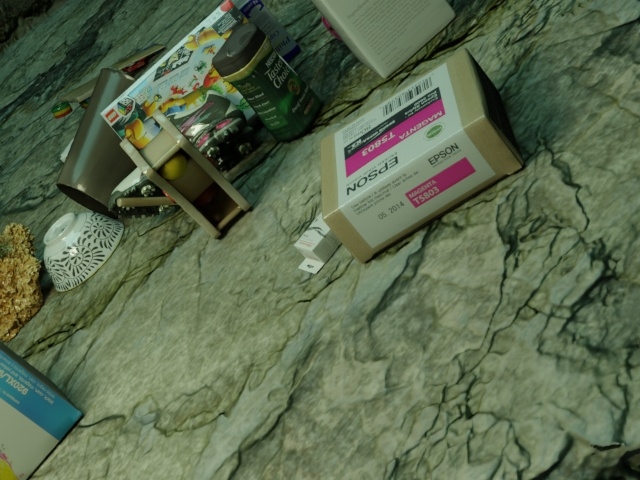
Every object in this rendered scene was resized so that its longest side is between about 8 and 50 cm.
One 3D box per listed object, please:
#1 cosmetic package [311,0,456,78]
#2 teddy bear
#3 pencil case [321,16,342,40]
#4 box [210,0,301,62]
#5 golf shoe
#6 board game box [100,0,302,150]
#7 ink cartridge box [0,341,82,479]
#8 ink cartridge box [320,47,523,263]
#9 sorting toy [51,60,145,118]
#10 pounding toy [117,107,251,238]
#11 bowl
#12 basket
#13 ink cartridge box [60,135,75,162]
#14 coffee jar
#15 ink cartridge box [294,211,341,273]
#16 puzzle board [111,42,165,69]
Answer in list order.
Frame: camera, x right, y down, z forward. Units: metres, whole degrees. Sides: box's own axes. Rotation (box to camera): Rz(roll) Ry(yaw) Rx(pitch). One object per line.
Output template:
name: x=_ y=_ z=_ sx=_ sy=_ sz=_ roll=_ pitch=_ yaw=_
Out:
cosmetic package: x=0.080 y=-0.379 z=1.553 sx=0.151 sy=0.183 sz=0.151 roll=-41 pitch=29 yaw=3
teddy bear: x=-0.622 y=0.076 z=1.899 sx=0.245 sy=0.113 sz=0.338 roll=-43 pitch=28 yaw=5
pencil case: x=0.089 y=-0.436 z=1.725 sx=0.098 sy=0.095 sz=0.209 roll=10 pitch=59 yaw=38
box: x=-0.122 y=-0.388 z=1.872 sx=0.072 sy=0.137 sz=0.126 roll=-46 pitch=28 yaw=-3
golf shoe: x=-0.243 y=-0.138 z=1.676 sx=0.273 sy=0.105 sz=0.120 roll=-34 pitch=62 yaw=0
board game box: x=-0.207 y=-0.247 z=1.748 sx=0.305 sy=0.193 sz=0.053 roll=-42 pitch=-12 yaw=2
ink cartridge box: x=-0.493 y=0.264 z=1.411 sx=0.232 sy=0.168 sz=0.171 roll=-51 pitch=30 yaw=-13
ink cartridge box: x=0.115 y=-0.108 z=1.237 sx=0.235 sy=0.088 sz=0.193 roll=-32 pitch=29 yaw=19
sorting toy: x=-0.542 y=-0.363 z=2.447 sx=0.274 sy=0.046 sz=0.132 roll=-36 pitch=25 yaw=-24
pounding toy: x=-0.215 y=-0.064 z=1.506 sx=0.155 sy=0.269 sz=0.154 roll=-43 pitch=68 yaw=-1
bowl: x=-0.441 y=0.002 z=1.802 sx=0.170 sy=0.080 sz=0.170 roll=-31 pitch=30 yaw=20
basket: x=-0.380 y=-0.169 z=1.866 sx=0.154 sy=0.204 sz=0.227 roll=8 pitch=65 yaw=50
ink cartridge box: x=-0.432 y=-0.155 z=1.960 sx=0.052 sy=0.122 sz=0.088 roll=-15 pitch=39 yaw=42
coffee jar: x=-0.086 y=-0.250 z=1.584 sx=0.079 sy=0.184 sz=0.096 roll=-11 pitch=42 yaw=45
ink cartridge box: x=0.000 y=0.000 z=1.295 sx=0.083 sy=0.028 sz=0.048 roll=-51 pitch=29 yaw=-14
puzzle board: x=-0.450 y=-0.453 z=2.478 sx=0.128 sy=0.011 sz=0.096 roll=-30 pitch=22 yaw=-14
